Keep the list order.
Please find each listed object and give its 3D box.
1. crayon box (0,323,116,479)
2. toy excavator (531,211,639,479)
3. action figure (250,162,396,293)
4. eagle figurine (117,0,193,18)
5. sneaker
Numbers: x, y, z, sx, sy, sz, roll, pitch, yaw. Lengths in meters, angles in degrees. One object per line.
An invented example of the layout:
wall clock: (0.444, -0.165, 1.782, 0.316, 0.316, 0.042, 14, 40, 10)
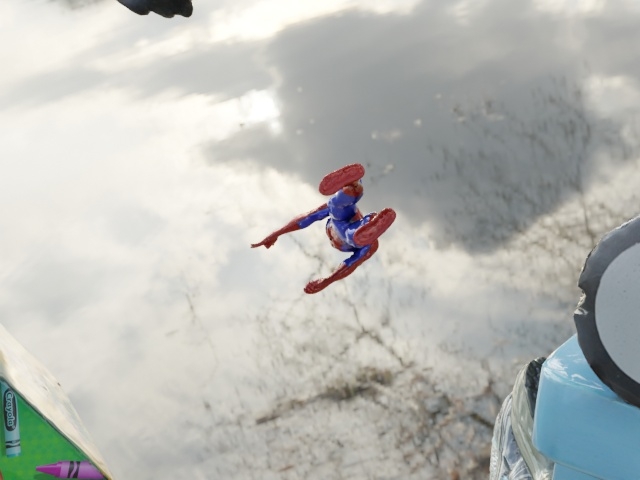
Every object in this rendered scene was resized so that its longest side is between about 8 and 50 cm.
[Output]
crayon box: (-0.293, 0.146, 0.980, 0.081, 0.165, 0.278, -43, 28, -9)
toy excavator: (0.213, 0.174, 0.661, 0.433, 0.445, 0.222, 14, 20, 30)
action figure: (0.000, 0.000, 1.162, 0.139, 0.091, 0.280, -33, -5, -2)
eagle figurine: (-0.250, -0.289, 0.835, 0.298, 0.226, 0.225, 4, -22, -36)
sneaker: (0.206, 0.249, 0.963, 0.110, 0.122, 0.283, 18, 44, -11)
